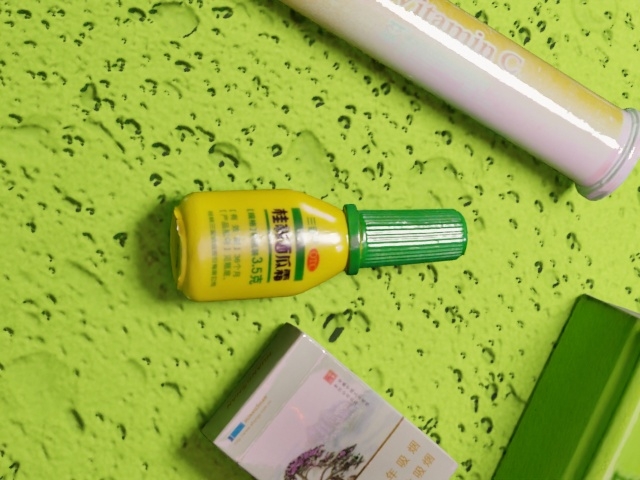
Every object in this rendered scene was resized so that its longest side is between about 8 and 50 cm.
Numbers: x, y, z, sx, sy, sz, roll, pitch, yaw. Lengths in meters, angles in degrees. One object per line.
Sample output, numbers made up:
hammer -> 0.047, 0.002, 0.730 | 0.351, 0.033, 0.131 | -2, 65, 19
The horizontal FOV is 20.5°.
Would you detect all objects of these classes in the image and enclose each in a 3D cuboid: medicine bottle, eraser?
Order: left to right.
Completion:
medicine bottle -> 0.000, 0.000, 1.799 | 0.309, 0.076, 0.111 | -3, 98, -18
medicine bottle -> 0.137, -0.191, 1.808 | 0.426, 0.108, 0.108 | 30, 87, -17
eraser -> 0.290, 0.201, 1.845 | 0.092, 0.210, 0.274 | 28, 90, -18

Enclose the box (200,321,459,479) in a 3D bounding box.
box -> 0.010, 0.214, 1.831 | 0.233, 0.067, 0.149 | 42, 82, -18
